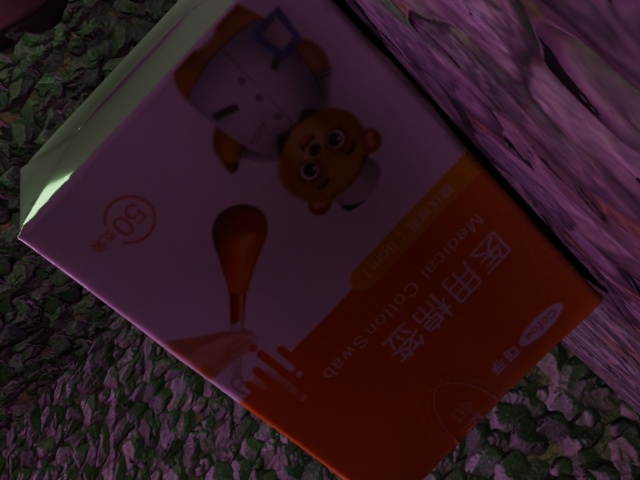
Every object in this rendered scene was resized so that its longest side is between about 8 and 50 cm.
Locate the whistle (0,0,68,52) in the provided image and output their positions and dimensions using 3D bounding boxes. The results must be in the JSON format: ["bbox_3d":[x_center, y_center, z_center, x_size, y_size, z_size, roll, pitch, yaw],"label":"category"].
[{"bbox_3d":[-0.148,-0.190,0.338,0.189,0.189,0.348,43,-153,-18],"label":"whistle"}]

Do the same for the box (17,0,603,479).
[{"bbox_3d":[0.000,0.000,0.598,0.341,0.225,0.143,42,-176,-28],"label":"box"}]
